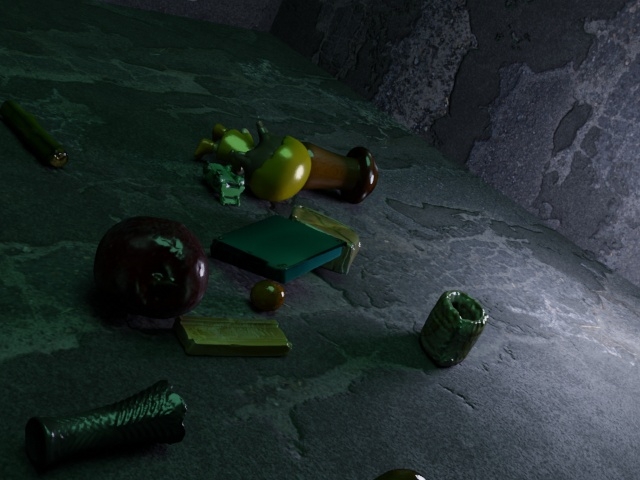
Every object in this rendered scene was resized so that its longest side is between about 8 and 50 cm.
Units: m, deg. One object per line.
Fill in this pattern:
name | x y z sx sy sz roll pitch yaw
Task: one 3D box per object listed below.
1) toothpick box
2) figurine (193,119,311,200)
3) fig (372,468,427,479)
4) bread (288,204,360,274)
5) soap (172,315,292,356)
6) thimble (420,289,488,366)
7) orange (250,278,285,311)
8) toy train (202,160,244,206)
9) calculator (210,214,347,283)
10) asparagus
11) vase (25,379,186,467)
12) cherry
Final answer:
toothpick box | 0.041 -0.224 2.705 0.295 0.192 0.192 8 29 -23
figurine | -0.198 -0.243 2.505 0.344 0.215 0.187 22 -23 16
fig | 0.092 0.470 1.389 0.274 0.145 0.170 -1 32 -24
bread | -0.002 0.000 2.278 0.210 0.109 0.192 25 17 -5
soap | -0.182 0.203 1.760 0.252 0.037 0.092 8 31 -38
thimble | 0.336 0.224 2.117 0.137 0.143 0.190 30 24 6
orange | -0.123 0.129 1.933 0.083 0.070 0.083 25 7 -4
toy train | -0.280 -0.167 2.385 0.099 0.081 0.149 3 27 -42
calculator | -0.102 0.021 2.055 0.274 0.058 0.248 19 30 35
asparagus | -0.742 -0.275 2.150 0.067 0.060 0.278 -22 50 -35
vase | -0.341 0.297 1.327 0.237 0.115 0.115 -4 38 -45
cherry | -0.347 0.051 1.705 0.230 0.202 0.300 2 9 -18
